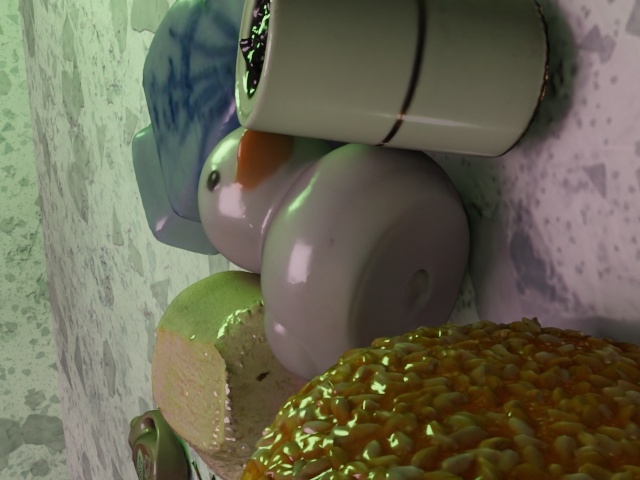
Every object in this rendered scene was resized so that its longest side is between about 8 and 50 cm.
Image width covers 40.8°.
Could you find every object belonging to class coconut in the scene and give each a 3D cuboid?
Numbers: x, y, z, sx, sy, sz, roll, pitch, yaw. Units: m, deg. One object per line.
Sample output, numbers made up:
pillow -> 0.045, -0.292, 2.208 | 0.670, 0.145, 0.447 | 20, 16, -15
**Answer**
coconut -> -0.065, 0.149, 0.923 | 0.245, 0.233, 0.233 | 5, 103, 62

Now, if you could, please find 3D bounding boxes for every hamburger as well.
hamburger -> 0.111, 0.195, 0.486 | 0.330, 0.330, 0.250 | 40, 132, 53

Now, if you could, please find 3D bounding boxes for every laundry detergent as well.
laundry detergent -> -0.329, 0.407, 1.712 | 0.237, 0.076, 0.171 | -129, 43, -51

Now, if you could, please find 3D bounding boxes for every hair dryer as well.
hair dryer -> 0.038, -0.230, 0.677 | 0.128, 0.203, 0.361 | 117, 154, -54

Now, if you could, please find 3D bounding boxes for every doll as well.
doll -> 0.000, 0.000, 0.726 | 0.221, 0.221, 0.251 | 52, 175, 44

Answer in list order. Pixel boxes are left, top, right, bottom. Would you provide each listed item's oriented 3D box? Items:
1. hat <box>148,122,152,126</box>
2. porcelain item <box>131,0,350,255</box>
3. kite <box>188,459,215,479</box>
hat -> -0.162, -0.107, 1.210 | 0.191, 0.078, 0.138 | 41, 146, 26
porcelain item -> -0.073, -0.142, 0.898 | 0.405, 0.179, 0.242 | -41, 60, 56
kite -> -0.209, 0.473, 1.561 | 0.160, 0.010, 0.183 | 65, 150, 29
